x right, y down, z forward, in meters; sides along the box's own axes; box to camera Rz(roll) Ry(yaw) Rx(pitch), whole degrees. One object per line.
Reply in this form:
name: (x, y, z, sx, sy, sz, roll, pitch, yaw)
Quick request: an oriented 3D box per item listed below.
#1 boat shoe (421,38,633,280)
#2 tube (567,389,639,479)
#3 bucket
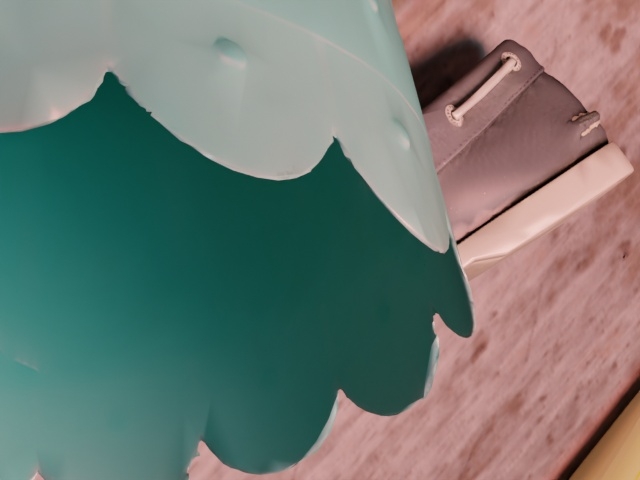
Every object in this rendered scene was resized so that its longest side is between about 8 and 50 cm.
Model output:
boat shoe: (0.000, 0.000, 0.756, 0.319, 0.116, 0.099, -27, 83, -25)
tube: (0.186, 0.156, 1.015, 0.240, 0.062, 0.070, -47, 175, -25)
bucket: (-0.104, -0.043, 0.466, 0.281, 0.281, 0.183, 26, 50, -47)
